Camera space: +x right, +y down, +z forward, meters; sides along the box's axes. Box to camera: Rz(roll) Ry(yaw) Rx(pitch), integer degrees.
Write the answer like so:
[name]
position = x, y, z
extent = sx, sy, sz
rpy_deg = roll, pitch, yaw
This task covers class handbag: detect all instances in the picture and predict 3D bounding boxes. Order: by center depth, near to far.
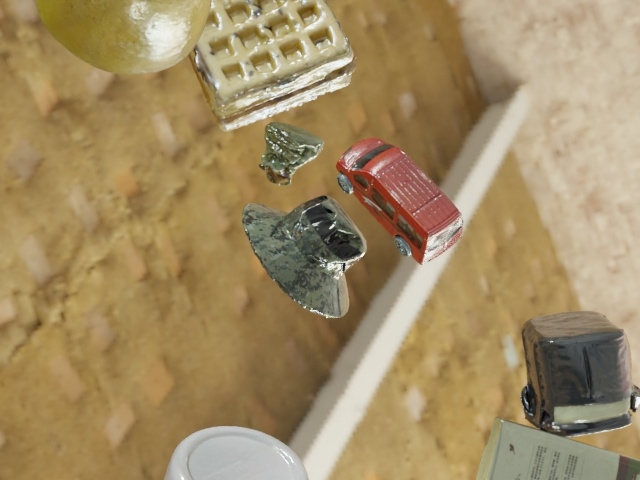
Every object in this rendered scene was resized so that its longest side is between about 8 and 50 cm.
[handbag]
position = 0.416, 0.218, 2.440
extent = 0.254, 0.181, 0.181
rpy_deg = -114, 17, -83

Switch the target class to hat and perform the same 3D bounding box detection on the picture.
[hat]
position = 0.000, 0.000, 2.516
extent = 0.265, 0.128, 0.265
rpy_deg = 46, -162, -19

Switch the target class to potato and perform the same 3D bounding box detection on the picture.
[potato]
position = -0.196, -0.293, 1.701
extent = 0.203, 0.158, 0.178
rpy_deg = 14, -115, -25

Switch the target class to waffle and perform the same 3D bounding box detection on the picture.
[waffle]
position = -0.117, -0.394, 2.582
extent = 0.114, 0.261, 0.376
rpy_deg = 73, 175, -64

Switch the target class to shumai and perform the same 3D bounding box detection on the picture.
[shumai]
position = -0.044, -0.114, 2.073
extent = 0.082, 0.083, 0.080
rpy_deg = -89, 16, -74

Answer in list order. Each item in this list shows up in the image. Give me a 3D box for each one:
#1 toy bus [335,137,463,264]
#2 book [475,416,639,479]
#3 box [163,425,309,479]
[toy bus]
position = 0.102, -0.065, 2.011
extent = 0.195, 0.081, 0.089
rpy_deg = 49, 162, 21
[book]
position = 0.337, 0.373, 2.090
extent = 0.289, 0.026, 0.201
rpy_deg = 20, -95, -21
[box]
position = -0.098, 0.377, 1.947
extent = 0.262, 0.291, 0.206
rpy_deg = -75, -1, -59
